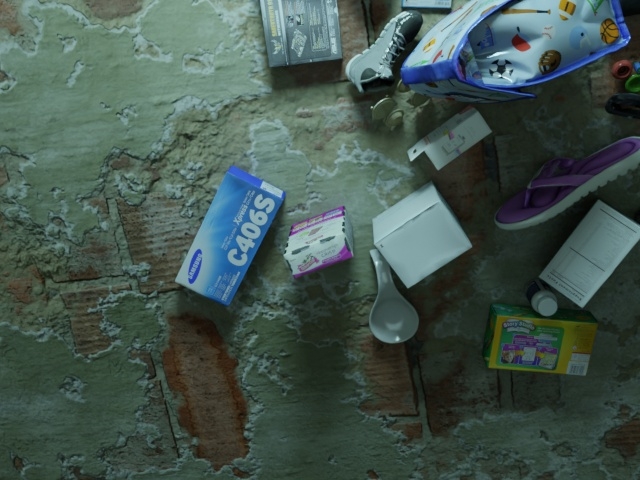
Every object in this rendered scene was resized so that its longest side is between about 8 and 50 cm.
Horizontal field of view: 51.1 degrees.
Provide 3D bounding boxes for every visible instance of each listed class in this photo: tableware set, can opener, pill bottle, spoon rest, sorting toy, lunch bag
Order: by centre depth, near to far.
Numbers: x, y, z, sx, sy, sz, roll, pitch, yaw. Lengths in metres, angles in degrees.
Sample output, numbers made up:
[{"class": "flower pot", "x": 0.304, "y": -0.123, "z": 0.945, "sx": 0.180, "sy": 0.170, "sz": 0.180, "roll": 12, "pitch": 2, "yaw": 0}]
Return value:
[{"class": "lunch bag", "x": 0.391, "y": -0.421, "z": 1.440, "sx": 0.385, "sy": 0.328, "sz": 0.239, "roll": -25, "pitch": 105, "yaw": -9}, {"class": "sorting toy", "x": 0.752, "y": -0.407, "z": 1.626, "sx": 0.102, "sy": 0.042, "sz": 0.061, "roll": 35, "pitch": 123, "yaw": -21}, {"class": "tableware set", "x": 0.198, "y": -0.340, "z": 1.633, "sx": 0.168, "sy": 0.141, "sz": 0.020, "roll": -41, "pitch": 61, "yaw": 11}, {"class": "can opener", "x": 0.788, "y": -0.321, "z": 1.641, "sx": 0.186, "sy": 0.073, "sz": 0.059, "roll": 10, "pitch": 102, "yaw": -11}, {"class": "pill bottle", "x": 0.590, "y": 0.154, "z": 1.782, "sx": 0.067, "sy": 0.120, "sz": 0.067, "roll": 1, "pitch": 109, "yaw": 3}, {"class": "spoon rest", "x": 0.187, "y": 0.161, "z": 1.824, "sx": 0.137, "sy": 0.084, "sz": 0.276, "roll": -12, "pitch": 107, "yaw": 7}]

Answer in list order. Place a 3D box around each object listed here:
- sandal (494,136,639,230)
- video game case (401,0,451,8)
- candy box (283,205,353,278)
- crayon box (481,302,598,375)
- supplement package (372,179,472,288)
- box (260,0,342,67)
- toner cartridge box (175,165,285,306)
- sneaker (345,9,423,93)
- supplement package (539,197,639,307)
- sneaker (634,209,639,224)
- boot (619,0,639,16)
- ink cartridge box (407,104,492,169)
[{"class": "sandal", "x": 0.602, "y": -0.163, "z": 1.654, "sx": 0.416, "sy": 0.169, "sz": 0.102, "roll": -29, "pitch": 109, "yaw": -1}, {"class": "video game case", "x": 0.255, "y": -0.637, "z": 1.577, "sx": 0.119, "sy": 0.015, "sz": 0.166, "roll": 3, "pitch": 110, "yaw": 3}, {"class": "candy box", "x": 0.000, "y": 0.000, "z": 1.697, "sx": 0.159, "sy": 0.233, "sz": 0.071, "roll": -20, "pitch": 107, "yaw": 10}, {"class": "crayon box", "x": 0.601, "y": 0.272, "z": 1.844, "sx": 0.278, "sy": 0.081, "sz": 0.165, "roll": 5, "pitch": 109, "yaw": 1}, {"class": "supplement package", "x": 0.251, "y": -0.020, "z": 1.694, "sx": 0.194, "sy": 0.203, "sz": 0.149, "roll": -34, "pitch": 104, "yaw": 14}, {"class": "box", "x": -0.048, "y": -0.542, "z": 1.603, "sx": 0.183, "sy": 0.056, "sz": 0.231, "roll": -6, "pitch": 109, "yaw": 6}, {"class": "toner cartridge box", "x": -0.242, "y": -0.008, "z": 1.790, "sx": 0.165, "sy": 0.075, "sz": 0.348, "roll": 26, "pitch": 109, "yaw": -5}, {"class": "sneaker", "x": 0.170, "y": -0.429, "z": 1.584, "sx": 0.228, "sy": 0.132, "sz": 0.086, "roll": -41, "pitch": 135, "yaw": 21}, {"class": "supplement package", "x": 0.691, "y": 0.029, "z": 1.706, "sx": 0.139, "sy": 0.134, "sz": 0.244, "roll": 39, "pitch": 109, "yaw": 17}, {"class": "sneaker", "x": 0.931, "y": -0.056, "z": 1.715, "sx": 0.234, "sy": 0.078, "sz": 0.106, "roll": -14, "pitch": 106, "yaw": 5}, {"class": "boot", "x": 0.814, "y": -0.661, "z": 1.408, "sx": 0.445, "sy": 0.146, "sz": 0.367, "roll": 2, "pitch": 130, "yaw": 19}, {"class": "ink cartridge box", "x": 0.316, "y": -0.245, "z": 1.659, "sx": 0.198, "sy": 0.115, "sz": 0.067, "roll": -35, "pitch": 104, "yaw": 15}]
